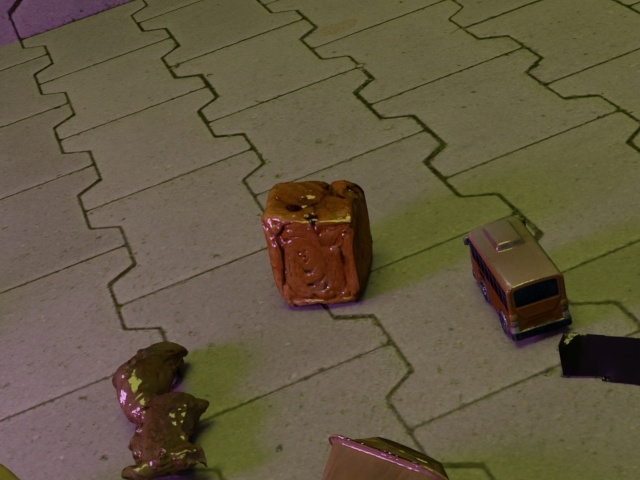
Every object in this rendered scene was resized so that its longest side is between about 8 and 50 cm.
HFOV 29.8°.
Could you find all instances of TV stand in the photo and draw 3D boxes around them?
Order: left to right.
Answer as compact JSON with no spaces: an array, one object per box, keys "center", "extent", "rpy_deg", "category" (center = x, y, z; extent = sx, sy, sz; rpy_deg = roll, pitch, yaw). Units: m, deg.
[{"center":[0.416,0.147,1.449],"extent":[0.256,0.049,0.040],"rpy_deg":[4,37,29],"category":"TV stand"}]

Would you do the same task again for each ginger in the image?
[{"center":[-0.213,0.214,1.596],"extent":[0.122,0.084,0.290],"rpy_deg":[-23,30,1],"category":"ginger"}]

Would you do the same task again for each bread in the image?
[{"center":[0.000,0.000,1.780],"extent":[0.149,0.158,0.143],"rpy_deg":[-8,27,16],"category":"bread"}]

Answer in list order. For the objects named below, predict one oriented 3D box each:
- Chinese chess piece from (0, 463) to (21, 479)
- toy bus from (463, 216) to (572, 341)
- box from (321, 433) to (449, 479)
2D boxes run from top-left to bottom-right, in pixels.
[{"center":[-0.446,0.344,1.360],"extent":[0.273,0.102,0.273],"rpy_deg":[21,28,-12],"category":"Chinese chess piece"},{"center":[0.264,0.045,1.630],"extent":[0.091,0.103,0.182],"rpy_deg":[-17,30,-3],"category":"toy bus"},{"center":[0.080,0.275,1.350],"extent":[0.177,0.111,0.111],"rpy_deg":[14,42,39],"category":"box"}]
